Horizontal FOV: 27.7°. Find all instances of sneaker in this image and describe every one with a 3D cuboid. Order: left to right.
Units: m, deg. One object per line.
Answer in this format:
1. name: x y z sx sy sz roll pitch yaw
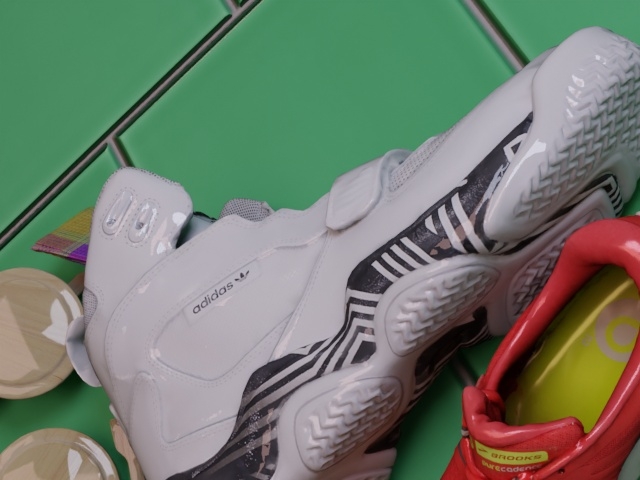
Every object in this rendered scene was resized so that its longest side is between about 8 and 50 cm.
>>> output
1. sneaker: 0.000 0.000 0.699 0.366 0.137 0.210 -51 60 15
2. sneaker: 0.093 0.109 0.626 0.107 0.118 0.279 27 93 35

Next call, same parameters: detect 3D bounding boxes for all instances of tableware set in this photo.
1. tableware set: -0.178 0.113 0.834 0.128 0.039 0.194 -13 75 -2

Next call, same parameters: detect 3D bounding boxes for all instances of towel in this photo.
1. towel: -0.141 0.000 0.844 0.083 0.060 0.009 13 124 33
